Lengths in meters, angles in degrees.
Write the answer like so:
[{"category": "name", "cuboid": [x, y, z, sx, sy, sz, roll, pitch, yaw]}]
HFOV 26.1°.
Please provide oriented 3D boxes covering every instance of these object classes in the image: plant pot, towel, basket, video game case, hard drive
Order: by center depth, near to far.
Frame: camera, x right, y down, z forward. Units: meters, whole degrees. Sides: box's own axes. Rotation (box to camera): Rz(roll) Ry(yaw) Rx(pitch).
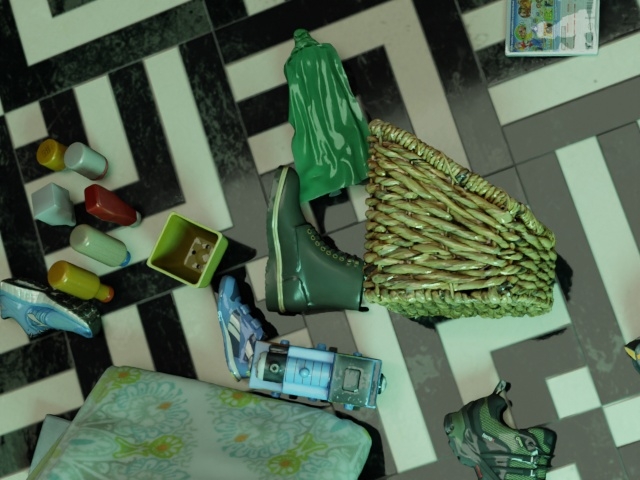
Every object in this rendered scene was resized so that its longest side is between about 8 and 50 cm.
[{"category": "basket", "cuboid": [0.179, -0.022, 1.676, 0.214, 0.299, 0.223, 0, 82, 13]}, {"category": "towel", "cuboid": [-0.156, 0.296, 1.703, 0.375, 0.320, 0.090, 12, 126, 13]}, {"category": "video game case", "cuboid": [0.308, -0.288, 1.833, 0.122, 0.011, 0.087, 1, 83, 14]}, {"category": "plant pot", "cuboid": [-0.172, 0.017, 1.868, 0.082, 0.083, 0.081, 24, 88, 15]}, {"category": "hard drive", "cuboid": [-0.327, 0.302, 1.896, 0.135, 0.022, 0.094, 14, 85, 15]}]

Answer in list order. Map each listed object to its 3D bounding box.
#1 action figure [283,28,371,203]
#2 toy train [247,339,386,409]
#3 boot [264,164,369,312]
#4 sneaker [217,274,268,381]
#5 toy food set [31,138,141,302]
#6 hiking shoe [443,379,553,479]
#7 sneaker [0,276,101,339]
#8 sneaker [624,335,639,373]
[{"category": "action figure", "cuboid": [0.005, -0.179, 1.864, 0.137, 0.063, 0.232, -18, 82, 13]}, {"category": "toy train", "cuboid": [-0.005, 0.172, 1.783, 0.184, 0.105, 0.080, 10, 84, 1]}, {"category": "boot", "cuboid": [0.000, 0.000, 1.830, 0.137, 0.077, 0.197, 3, 106, 9]}, {"category": "sneaker", "cuboid": [-0.102, 0.115, 1.855, 0.059, 0.053, 0.144, -13, 87, 10]}, {"category": "toy food set", "cuboid": [-0.322, -0.036, 1.924, 0.111, 0.104, 0.232, -28, 58, 22]}, {"category": "hiking shoe", "cuboid": [0.252, 0.288, 1.724, 0.114, 0.086, 0.227, -37, 74, 10]}, {"category": "sneaker", "cuboid": [-0.378, 0.106, 1.928, 0.162, 0.063, 0.073, 19, 104, 20]}, {"category": "sneaker", "cuboid": [0.448, 0.071, 1.688, 0.180, 0.124, 0.321, -19, 78, 9]}]
